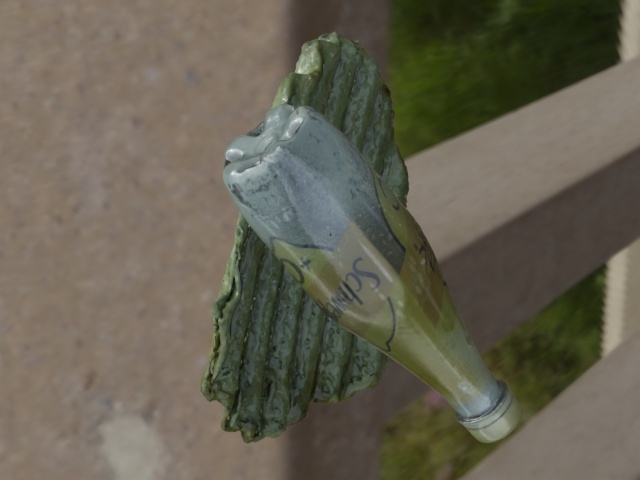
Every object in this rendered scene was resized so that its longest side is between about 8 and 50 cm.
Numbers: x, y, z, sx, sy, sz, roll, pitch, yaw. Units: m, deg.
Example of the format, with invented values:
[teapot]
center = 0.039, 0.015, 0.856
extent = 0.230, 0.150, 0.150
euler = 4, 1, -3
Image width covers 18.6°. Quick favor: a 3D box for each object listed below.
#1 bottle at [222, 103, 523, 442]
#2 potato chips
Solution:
[bottle]
center = 0.043, 0.030, 1.242
extent = 0.083, 0.083, 0.269
euler = -27, 117, 29
[potato chips]
center = 0.000, 0.000, 1.993
extent = 0.070, 0.358, 0.429
euler = 16, 102, 28
